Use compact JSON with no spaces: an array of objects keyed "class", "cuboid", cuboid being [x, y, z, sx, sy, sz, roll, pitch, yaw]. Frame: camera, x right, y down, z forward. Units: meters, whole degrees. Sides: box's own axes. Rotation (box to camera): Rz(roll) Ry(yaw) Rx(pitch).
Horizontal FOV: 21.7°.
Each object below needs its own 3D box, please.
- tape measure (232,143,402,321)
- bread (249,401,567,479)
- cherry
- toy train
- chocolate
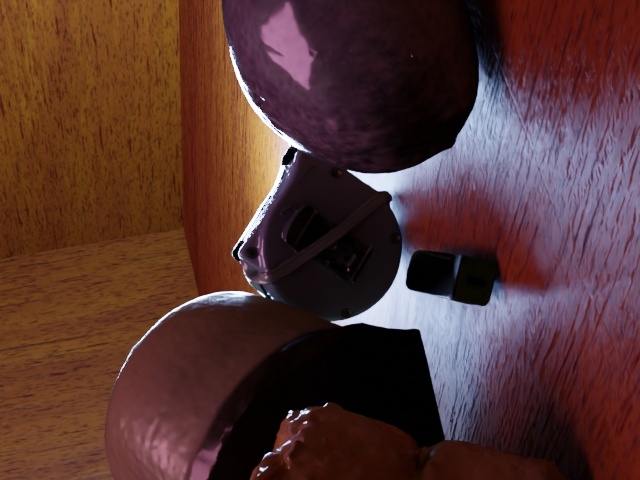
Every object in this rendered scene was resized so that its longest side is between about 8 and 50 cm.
[{"class":"tape measure","cuboid":[0.004,0.003,1.924,0.182,0.181,0.107,-64,11,-7]},{"class":"bread","cuboid":[0.035,0.367,1.475,0.390,0.279,0.371,92,-163,-68]},{"class":"cherry","cuboid":[0.025,-0.193,1.517,0.296,0.218,0.255,53,150,41]},{"class":"toy train","cuboid":[0.128,0.036,1.644,0.209,0.042,0.044,-171,94,-81]},{"class":"chocolate","cuboid":[-0.069,0.196,1.833,0.297,0.326,0.314,39,153,47]}]
